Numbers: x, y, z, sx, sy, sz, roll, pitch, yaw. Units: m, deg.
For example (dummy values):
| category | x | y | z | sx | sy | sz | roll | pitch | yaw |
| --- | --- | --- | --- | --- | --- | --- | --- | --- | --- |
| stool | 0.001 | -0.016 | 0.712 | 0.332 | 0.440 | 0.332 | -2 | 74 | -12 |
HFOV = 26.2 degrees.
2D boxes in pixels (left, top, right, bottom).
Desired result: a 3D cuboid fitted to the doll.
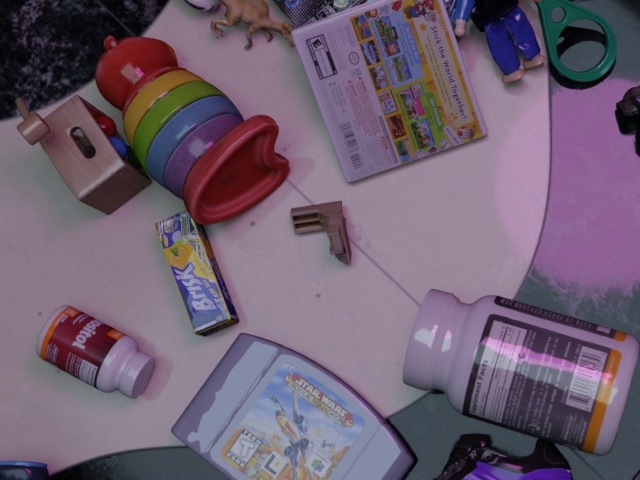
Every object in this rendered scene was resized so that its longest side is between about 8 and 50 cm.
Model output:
| category | x | y | z | sx | sy | sz | roll | pitch | yaw |
| --- | --- | --- | --- | --- | --- | --- | --- | --- | --- |
| doll | 0.230 | -0.307 | 1.846 | 0.129 | 0.046 | 0.189 | -34 | 106 | -15 |

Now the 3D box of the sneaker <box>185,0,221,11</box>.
| category | x | y | z | sx | sy | sz | roll | pitch | yaw |
| --- | --- | --- | --- | --- | --- | --- | --- | --- | --- |
| sneaker | -0.203 | -0.444 | 1.958 | 0.228 | 0.086 | 0.132 | 40 | 114 | 4 |

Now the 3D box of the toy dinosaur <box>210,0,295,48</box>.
| category | x | y | z | sx | sy | sz | roll | pitch | yaw |
| --- | --- | --- | --- | --- | --- | --- | --- | --- | --- |
| toy dinosaur | -0.115 | -0.324 | 1.931 | 0.183 | 0.092 | 0.053 | 28 | 56 | -17 |

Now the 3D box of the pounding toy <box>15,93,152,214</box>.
| category | x | y | z | sx | sy | sz | roll | pitch | yaw |
| --- | --- | --- | --- | --- | --- | --- | --- | --- | --- |
| pounding toy | -0.337 | -0.149 | 1.894 | 0.094 | 0.206 | 0.181 | -36 | 77 | 3 |

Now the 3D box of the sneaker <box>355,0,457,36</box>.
| category | x | y | z | sx | sy | sz | roll | pitch | yaw |
| --- | --- | --- | --- | --- | --- | --- | --- | --- | --- |
| sneaker | 0.139 | -0.315 | 1.885 | 0.262 | 0.104 | 0.125 | -45 | 79 | 2 |

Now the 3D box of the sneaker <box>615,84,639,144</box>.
| category | x | y | z | sx | sy | sz | roll | pitch | yaw |
| --- | --- | --- | --- | --- | --- | --- | --- | --- | --- |
| sneaker | 0.470 | -0.217 | 1.817 | 0.130 | 0.087 | 0.228 | 15 | 90 | 6 |

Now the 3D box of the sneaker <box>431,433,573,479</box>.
| category | x | y | z | sx | sy | sz | roll | pitch | yaw |
| --- | --- | --- | --- | --- | --- | --- | --- | --- | --- |
| sneaker | 0.185 | 0.330 | 1.792 | 0.293 | 0.102 | 0.146 | -16 | 75 | 3 |

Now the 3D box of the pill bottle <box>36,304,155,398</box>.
| category | x | y | z | sx | sy | sz | roll | pitch | yaw |
| --- | --- | --- | --- | --- | --- | --- | --- | --- | --- |
| pill bottle | -0.310 | 0.157 | 1.907 | 0.152 | 0.086 | 0.086 | 26 | 87 | 12 |

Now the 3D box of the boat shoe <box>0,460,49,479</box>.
| category | x | y | z | sx | sy | sz | roll | pitch | yaw |
| --- | --- | --- | --- | --- | --- | --- | --- | --- | --- |
| boat shoe | -0.487 | 0.364 | 1.910 | 0.258 | 0.109 | 0.089 | -16 | 67 | 23 |

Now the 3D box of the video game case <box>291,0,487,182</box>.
| category | x | y | z | sx | sy | sz | roll | pitch | yaw |
| --- | --- | --- | --- | --- | --- | --- | --- | --- | --- |
| video game case | 0.094 | -0.214 | 1.865 | 0.206 | 0.026 | 0.227 | -19 | 108 | 7 |

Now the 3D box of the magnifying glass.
| category | x | y | z | sx | sy | sz | roll | pitch | yaw |
| --- | --- | --- | --- | --- | --- | --- | --- | --- | --- |
| magnifying glass | 0.310 | -0.309 | 1.837 | 0.092 | 0.026 | 0.231 | -41 | 109 | 5 |

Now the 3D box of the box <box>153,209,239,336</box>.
| category | x | y | z | sx | sy | sz | roll | pitch | yaw |
| --- | --- | --- | --- | --- | --- | --- | --- | --- | --- |
| box | -0.172 | 0.046 | 1.914 | 0.059 | 0.054 | 0.169 | -23 | 79 | 7 |

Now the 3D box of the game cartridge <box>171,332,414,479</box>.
| category | x | y | z | sx | sy | sz | roll | pitch | yaw |
| --- | --- | --- | --- | --- | --- | --- | --- | --- | --- |
| game cartridge | -0.033 | 0.266 | 1.859 | 0.297 | 0.062 | 0.198 | 35 | 93 | 13 |

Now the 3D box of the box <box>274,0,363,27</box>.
| category | x | y | z | sx | sy | sz | roll | pitch | yaw |
| --- | --- | --- | --- | --- | --- | --- | --- | --- | --- |
| box | 0.003 | -0.399 | 1.951 | 0.184 | 0.045 | 0.191 | -39 | 78 | 5 |

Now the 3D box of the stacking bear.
| category | x | y | z | sx | sy | sz | roll | pitch | yaw |
| --- | --- | --- | --- | --- | --- | --- | --- | --- | --- |
| stacking bear | -0.201 | -0.173 | 1.905 | 0.164 | 0.175 | 0.289 | -39 | 66 | -11 |

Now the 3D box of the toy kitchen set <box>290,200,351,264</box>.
| category | x | y | z | sx | sy | sz | roll | pitch | yaw |
| --- | --- | --- | --- | --- | --- | --- | --- | --- | --- |
| toy kitchen set | 0.000 | 0.000 | 1.886 | 0.075 | 0.083 | 0.068 | -8 | 122 | 9 |

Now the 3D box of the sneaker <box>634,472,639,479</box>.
| category | x | y | z | sx | sy | sz | roll | pitch | yaw |
| --- | --- | --- | --- | --- | --- | --- | --- | --- | --- |
| sneaker | 0.411 | 0.343 | 1.769 | 0.152 | 0.061 | 0.053 | -42 | 69 | -17 |

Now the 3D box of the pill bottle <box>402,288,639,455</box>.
| category | x | y | z | sx | sy | sz | roll | pitch | yaw |
| --- | --- | --- | --- | --- | --- | --- | --- | --- | --- |
| pill bottle | 0.257 | 0.162 | 1.765 | 0.278 | 0.162 | 0.162 | 16 | 85 | 13 |
